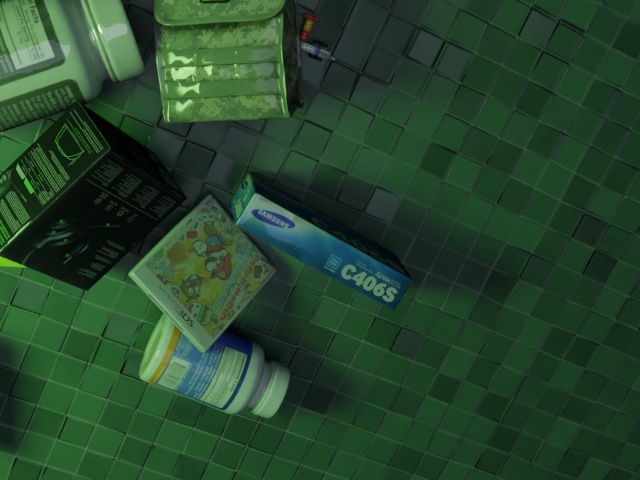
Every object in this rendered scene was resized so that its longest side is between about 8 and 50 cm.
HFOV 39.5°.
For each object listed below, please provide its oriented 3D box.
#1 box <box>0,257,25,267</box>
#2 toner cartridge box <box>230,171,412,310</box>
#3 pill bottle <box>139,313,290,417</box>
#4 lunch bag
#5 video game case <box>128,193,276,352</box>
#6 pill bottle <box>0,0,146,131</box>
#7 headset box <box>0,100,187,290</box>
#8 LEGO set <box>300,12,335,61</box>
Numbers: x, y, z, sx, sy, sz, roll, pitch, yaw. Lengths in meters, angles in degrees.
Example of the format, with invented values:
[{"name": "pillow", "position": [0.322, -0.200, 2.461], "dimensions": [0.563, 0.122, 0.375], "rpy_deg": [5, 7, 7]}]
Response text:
[{"name": "box", "position": [-0.621, -0.008, 1.662], "dimensions": [0.178, 0.042, 0.109], "rpy_deg": [3, 107, -10]}, {"name": "toner cartridge box", "position": [0.000, 0.000, 1.699], "dimensions": [0.347, 0.165, 0.075], "rpy_deg": [29, 100, -17]}, {"name": "pill bottle", "position": [-0.204, 0.251, 1.756], "dimensions": [0.272, 0.152, 0.152], "rpy_deg": [24, 103, -16]}, {"name": "lunch bag", "position": [-0.156, -0.355, 1.530], "dimensions": [0.235, 0.169, 0.287], "rpy_deg": [-1, 107, 10]}, {"name": "video game case", "position": [-0.217, 0.060, 1.688], "dimensions": [0.206, 0.026, 0.227], "rpy_deg": [50, 59, -16]}, {"name": "pill bottle", "position": [-0.492, -0.304, 1.494], "dimensions": [0.360, 0.204, 0.204], "rpy_deg": [-20, 110, -8]}, {"name": "headset box", "position": [-0.425, -0.062, 1.566], "dimensions": [0.283, 0.131, 0.246], "rpy_deg": [-43, 152, 6]}, {"name": "LEGO set", "position": [-0.090, -0.376, 1.617], "dimensions": [0.244, 0.060, 0.183], "rpy_deg": [-26, 110, 4]}]
